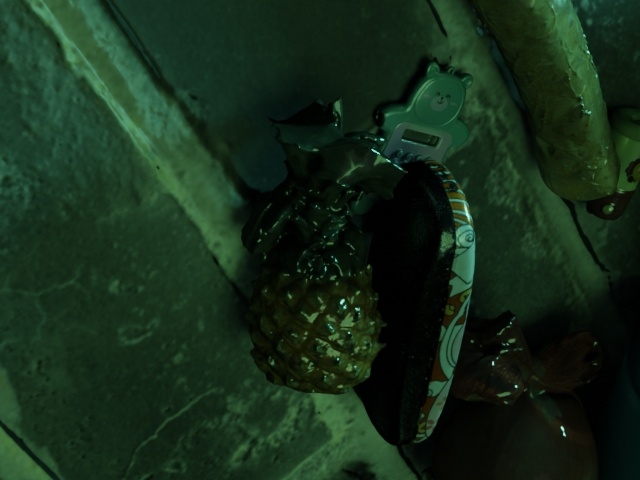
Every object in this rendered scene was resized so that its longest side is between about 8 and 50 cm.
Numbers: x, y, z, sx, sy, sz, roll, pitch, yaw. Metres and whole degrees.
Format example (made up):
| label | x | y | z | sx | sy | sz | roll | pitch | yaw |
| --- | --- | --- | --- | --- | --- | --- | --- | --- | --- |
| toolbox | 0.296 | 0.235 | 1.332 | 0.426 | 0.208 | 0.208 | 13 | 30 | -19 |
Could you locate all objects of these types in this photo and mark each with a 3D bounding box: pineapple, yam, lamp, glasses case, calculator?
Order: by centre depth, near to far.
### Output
| label | x | y | z | sx | sy | sz | roll | pitch | yaw |
| --- | --- | --- | --- | --- | --- | --- | --- | --- | --- |
| pineapple | 0.000 | 0.000 | 1.307 | 0.119 | 0.111 | 0.237 | -21 | 129 | -30 |
| yam | 0.165 | -0.159 | 1.331 | 0.081 | 0.081 | 0.356 | -37 | 136 | -8 |
| calculator | 0.076 | -0.078 | 1.366 | 0.094 | 0.019 | 0.141 | 10 | 114 | -36 |
| glasses case | 0.075 | 0.055 | 1.385 | 0.067 | 0.103 | 0.266 | -8 | 132 | -21 |
| lamp | 0.166 | 0.182 | 1.536 | 0.215 | 0.151 | 0.223 | 6 | 76 | -54 |

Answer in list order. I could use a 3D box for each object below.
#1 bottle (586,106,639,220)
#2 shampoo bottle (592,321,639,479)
| label | x | y | z | sx | sy | sz | roll | pitch | yaw |
| --- | --- | --- | --- | --- | --- | --- | --- | --- | --- |
| bottle | 0.264 | -0.063 | 1.488 | 0.063 | 0.047 | 0.101 | 2 | 121 | -25 |
| shampoo bottle | 0.404 | 0.260 | 1.619 | 0.331 | 0.331 | 0.342 | -1 | 123 | -34 |
